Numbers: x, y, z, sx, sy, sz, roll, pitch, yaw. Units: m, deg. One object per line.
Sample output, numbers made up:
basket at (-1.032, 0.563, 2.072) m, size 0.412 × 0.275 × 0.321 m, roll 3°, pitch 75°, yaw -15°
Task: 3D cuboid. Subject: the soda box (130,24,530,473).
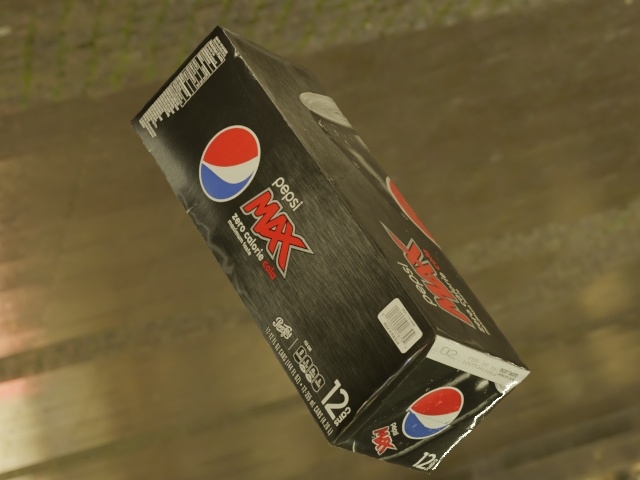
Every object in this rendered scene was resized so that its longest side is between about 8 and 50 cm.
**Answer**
soda box at (0.000, 0.000, 0.624) m, size 0.053 × 0.169 × 0.060 m, roll -47°, pitch 141°, yaw 18°
